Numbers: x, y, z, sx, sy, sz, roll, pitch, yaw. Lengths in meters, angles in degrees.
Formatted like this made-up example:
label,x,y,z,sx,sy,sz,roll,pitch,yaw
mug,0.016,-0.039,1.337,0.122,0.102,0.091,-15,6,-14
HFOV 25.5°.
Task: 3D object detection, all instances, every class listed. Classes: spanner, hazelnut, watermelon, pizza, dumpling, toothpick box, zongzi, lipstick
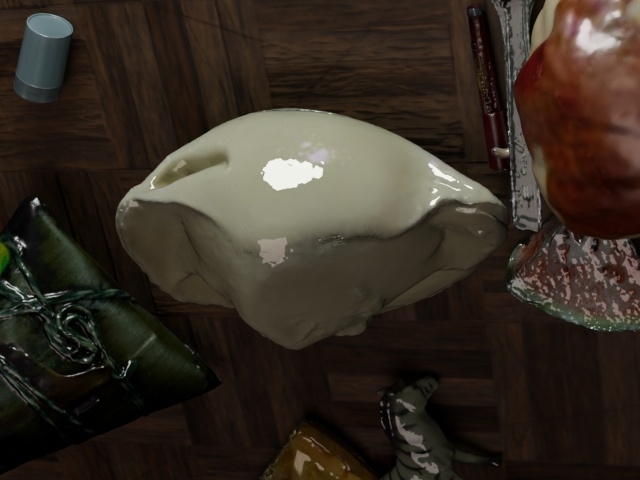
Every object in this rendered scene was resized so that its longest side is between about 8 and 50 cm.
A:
label,x,y,z,sx,sy,sz,roll,pitch,yaw
spanner,0.194,-0.162,1.361,0.093,0.026,0.325,-1,109,14
hazelnut,0.302,-0.122,1.254,0.241,0.261,0.261,8,131,52
watermelon,0.288,0.015,1.460,0.187,0.071,0.139,12,118,20
pizza,0.007,0.335,1.748,0.204,0.080,0.188,35,125,-9
dumpling,0.000,0.000,1.492,0.395,0.233,0.315,-6,153,6
toothpick box,-0.296,-0.195,1.515,0.052,0.052,0.083,22,124,3
zongzi,-0.381,0.152,1.707,0.383,0.362,0.319,-39,106,-6
lipstick,0.167,-0.152,1.411,0.027,0.027,0.176,-3,120,20

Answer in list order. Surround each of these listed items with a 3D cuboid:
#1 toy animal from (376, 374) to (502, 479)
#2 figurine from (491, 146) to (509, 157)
label,x,y,z,sx,sy,sz,roll,pitch,yaw
toy animal,0.112,0.268,1.663,0.176,0.073,0.217,26,119,-8
figurine,0.206,-0.114,1.405,0.051,0.047,0.083,15,109,-8
